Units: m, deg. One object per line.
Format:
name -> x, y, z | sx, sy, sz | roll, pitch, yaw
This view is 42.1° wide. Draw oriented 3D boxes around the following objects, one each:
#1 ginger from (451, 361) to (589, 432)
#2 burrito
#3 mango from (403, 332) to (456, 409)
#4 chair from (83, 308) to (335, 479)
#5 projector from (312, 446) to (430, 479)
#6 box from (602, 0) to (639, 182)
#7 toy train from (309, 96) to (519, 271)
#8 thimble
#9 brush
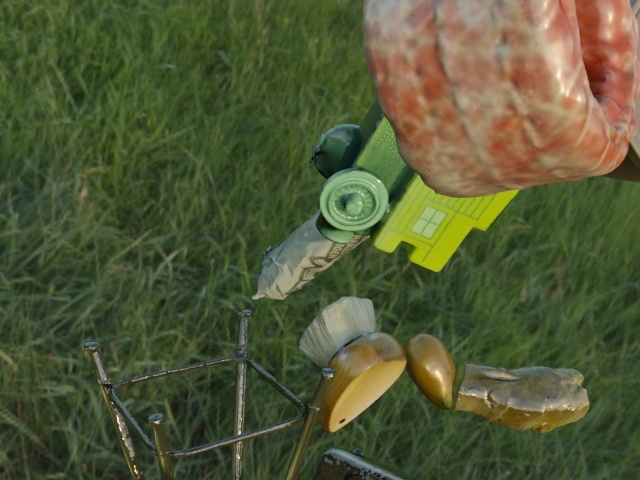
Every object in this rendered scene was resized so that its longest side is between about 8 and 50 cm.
ginger -> 0.361, 0.282, 1.505 | 0.263, 0.116, 0.109 | 8, 15, -9
burrito -> 0.000, 0.000, 1.524 | 0.101, 0.445, 0.139 | 44, 44, -9
mango -> 0.301, 0.349, 2.235 | 0.221, 0.121, 0.151 | 58, 19, -18
chair -> -0.218, 0.411, 1.635 | 0.365, 0.409, 0.362 | -10, 21, -31
projector -> 0.218, 0.644, 1.805 | 0.405, 0.242, 0.395 | 32, -15, -35
box -> 0.457, -0.236, 1.275 | 0.301, 0.300, 0.216 | -3, 5, -32
toy train -> 0.170, -0.150, 1.184 | 0.273, 0.442, 0.179 | 22, 33, -15
thimble -> 0.152, -0.160, 0.652 | 0.162, 0.239, 0.239 | -4, 16, 34
brush -> 0.043, 0.258, 1.706 | 0.174, 0.266, 0.166 | 1, 41, -48
